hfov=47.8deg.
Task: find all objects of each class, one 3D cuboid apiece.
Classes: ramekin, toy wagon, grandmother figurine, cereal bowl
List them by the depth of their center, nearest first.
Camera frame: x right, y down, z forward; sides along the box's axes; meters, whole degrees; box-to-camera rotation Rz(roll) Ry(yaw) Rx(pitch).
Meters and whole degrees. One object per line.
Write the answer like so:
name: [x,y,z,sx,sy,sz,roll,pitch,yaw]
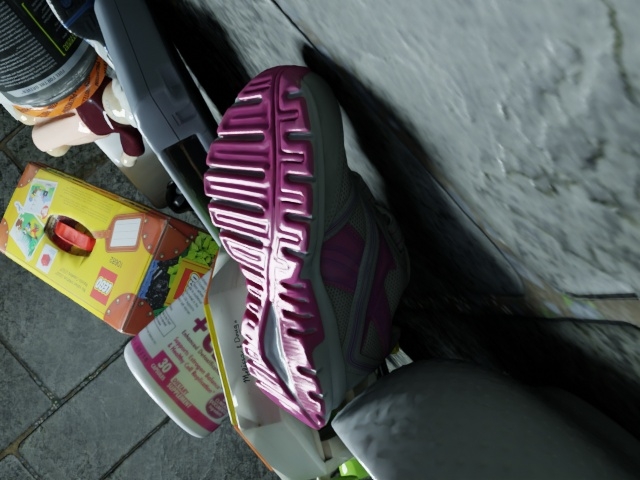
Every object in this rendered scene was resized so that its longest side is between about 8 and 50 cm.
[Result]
cereal bowl: [0.167,0.206,0.503,0.339,0.141,0.339,46,172,9]
toy wagon: [0.002,0.103,0.712,0.344,0.068,0.267,11,-117,-70]
grandmother figurine: [-0.355,-0.200,1.139,0.342,0.104,0.208,-3,139,47]
ramekin: [-0.344,-0.190,1.392,0.277,0.135,0.277,47,173,8]

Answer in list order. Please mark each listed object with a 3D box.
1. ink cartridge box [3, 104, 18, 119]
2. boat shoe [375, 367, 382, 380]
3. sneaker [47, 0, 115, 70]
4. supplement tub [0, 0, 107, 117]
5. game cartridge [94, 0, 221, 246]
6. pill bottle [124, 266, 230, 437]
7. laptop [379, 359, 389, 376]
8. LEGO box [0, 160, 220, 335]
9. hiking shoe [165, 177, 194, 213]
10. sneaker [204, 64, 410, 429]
ink cartridge box: [-0.508,-0.338,1.278,0.153,0.208,0.087,45,172,21]
boat shoe: [0.033,0.173,0.933,0.102,0.108,0.301,45,-167,-12]
sneaker: [-0.231,-0.238,0.715,0.081,0.080,0.211,42,170,23]
supplement tub: [-0.408,-0.307,0.886,0.207,0.207,0.338,45,171,23]
game cartridge: [-0.129,-0.103,0.731,0.198,0.062,0.297,58,176,37]
pill bottle: [-0.100,0.105,0.948,0.160,0.283,0.160,47,173,8]
laptop: [0.157,0.188,0.960,0.264,0.136,0.234,20,167,11]
LEGO box: [-0.324,0.041,1.381,0.500,0.193,0.372,20,177,43]
hiking shoe: [-0.218,-0.101,1.212,0.086,0.114,0.227,49,172,-8]
sneaker: [0.000,0.000,0.495,0.103,0.111,0.252,25,131,39]
